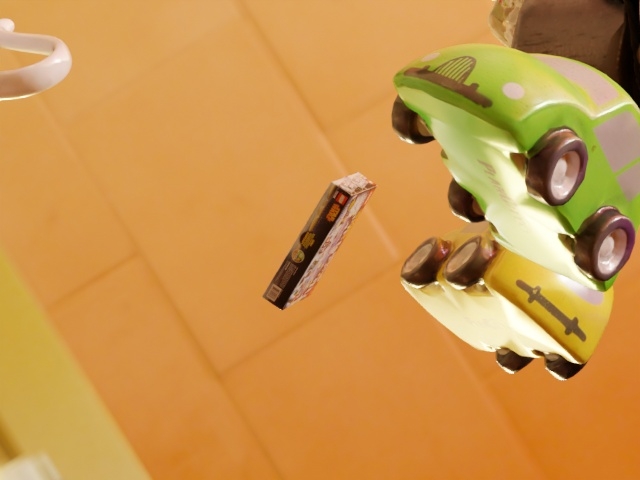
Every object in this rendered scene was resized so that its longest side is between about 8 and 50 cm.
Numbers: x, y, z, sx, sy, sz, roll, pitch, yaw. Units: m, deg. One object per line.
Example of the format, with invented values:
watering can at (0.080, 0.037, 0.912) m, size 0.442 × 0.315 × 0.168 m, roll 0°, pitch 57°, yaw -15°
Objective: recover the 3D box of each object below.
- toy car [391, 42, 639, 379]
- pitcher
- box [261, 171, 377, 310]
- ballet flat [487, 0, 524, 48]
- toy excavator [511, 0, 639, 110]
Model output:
toy car at (0.095, 0.002, 0.596) m, size 0.053 × 0.239 × 0.225 m, roll -53°, pitch -41°, yaw -13°
pitcher at (-0.283, -0.139, 1.409) m, size 0.178 × 0.125 × 0.207 m, roll -15°, pitch 27°, yaw -6°
box at (0.000, 0.000, 1.804) m, size 0.137 × 0.027 × 0.094 m, roll -59°, pitch -10°, yaw 16°
ballet flat at (0.149, -0.201, 1.394) m, size 0.077 × 0.091 × 0.241 m, roll -50°, pitch 28°, yaw 27°
toy excavator at (0.268, -0.265, 0.865) m, size 0.222 × 0.445 × 0.433 m, roll 5°, pitch 17°, yaw 31°
